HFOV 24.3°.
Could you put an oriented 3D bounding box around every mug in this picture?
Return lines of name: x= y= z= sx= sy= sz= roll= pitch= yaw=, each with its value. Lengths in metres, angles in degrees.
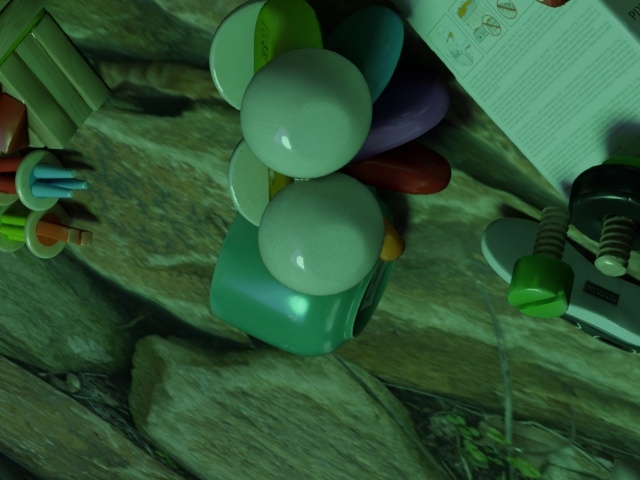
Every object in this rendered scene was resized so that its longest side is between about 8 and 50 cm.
mug: x=-0.004 y=0.009 z=1.033 sx=0.097 sy=0.129 sz=0.158 roll=25 pitch=152 yaw=13

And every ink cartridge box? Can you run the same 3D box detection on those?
ink cartridge box: x=0.133 y=-0.107 z=0.819 sx=0.179 sy=0.045 sz=0.145 roll=51 pitch=153 yaw=4

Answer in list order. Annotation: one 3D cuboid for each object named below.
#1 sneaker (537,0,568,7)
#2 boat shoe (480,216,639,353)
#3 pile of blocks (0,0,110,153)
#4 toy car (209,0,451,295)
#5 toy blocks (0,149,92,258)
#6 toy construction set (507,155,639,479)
sneaker: x=0.074 y=-0.215 z=0.660 sx=0.128 sy=0.087 sz=0.221 roll=27 pitch=141 yaw=29
boat shoe: x=0.166 y=0.035 z=0.988 sx=0.142 sy=0.049 sz=0.040 roll=30 pitch=153 yaw=1
pile of blocks: x=-0.268 y=-0.177 z=1.024 sx=0.149 sy=0.113 sz=0.362 roll=21 pitch=150 yaw=22
toy car: x=0.014 y=-0.064 z=0.896 sx=0.159 sy=0.136 sz=0.182 roll=-120 pitch=20 yaw=-62
toy blocks: x=-0.245 y=-0.031 z=1.304 sx=0.148 sy=0.054 sz=0.123 roll=8 pitch=143 yaw=39
toy construction set: x=0.257 y=0.089 z=0.711 sx=0.308 sy=0.237 sz=0.257 roll=20 pitch=153 yaw=-5
